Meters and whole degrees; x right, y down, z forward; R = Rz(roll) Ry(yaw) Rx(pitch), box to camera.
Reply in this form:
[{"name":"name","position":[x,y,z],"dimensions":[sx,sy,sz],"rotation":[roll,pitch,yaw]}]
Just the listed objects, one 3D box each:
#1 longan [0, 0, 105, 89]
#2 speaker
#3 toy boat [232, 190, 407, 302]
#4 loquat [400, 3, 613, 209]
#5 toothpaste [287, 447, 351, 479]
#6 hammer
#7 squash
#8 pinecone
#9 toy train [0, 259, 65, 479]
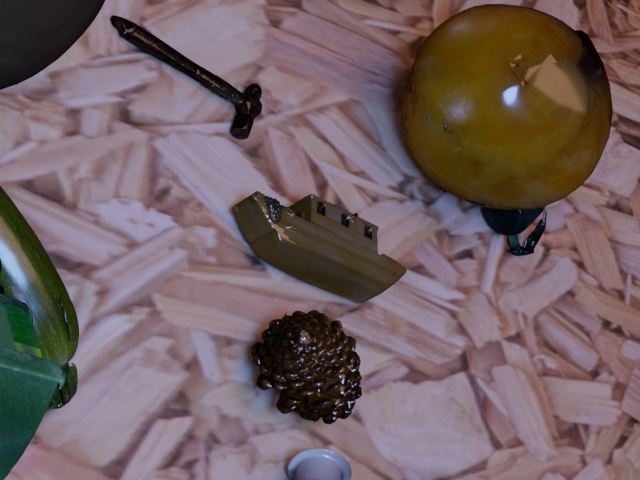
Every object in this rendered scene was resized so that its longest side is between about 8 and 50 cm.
[{"name":"longan","position":[-0.296,-0.253,1.035],"dimensions":[0.300,0.243,0.300],"rotation":[0,89,-12]},{"name":"speaker","position":[0.235,-0.029,1.588],"dimensions":[0.075,0.060,0.094],"rotation":[-41,102,-45]},{"name":"toy boat","position":[0.000,0.000,1.345],"dimensions":[0.200,0.057,0.077],"rotation":[24,52,-35]},{"name":"loquat","position":[0.201,-0.146,1.485],"dimensions":[0.235,0.235,0.235],"rotation":[21,59,-38]},{"name":"toothpaste","position":[-0.013,0.299,1.114],"dimensions":[0.323,0.066,0.100],"rotation":[-82,171,-56]},{"name":"hammer","position":[-0.128,-0.163,1.316],"dimensions":[0.178,0.021,0.065],"rotation":[32,53,-31]},{"name":"squash","position":[-0.274,-0.009,1.065],"dimensions":[0.318,0.080,0.071],"rotation":[54,6,-14]},{"name":"pinecone","position":[-0.006,0.122,1.254],"dimensions":[0.109,0.102,0.102],"rotation":[51,44,-27]},{"name":"toy train","position":[-0.320,0.051,0.884],"dimensions":[0.300,0.120,0.202],"rotation":[20,23,-34]}]
